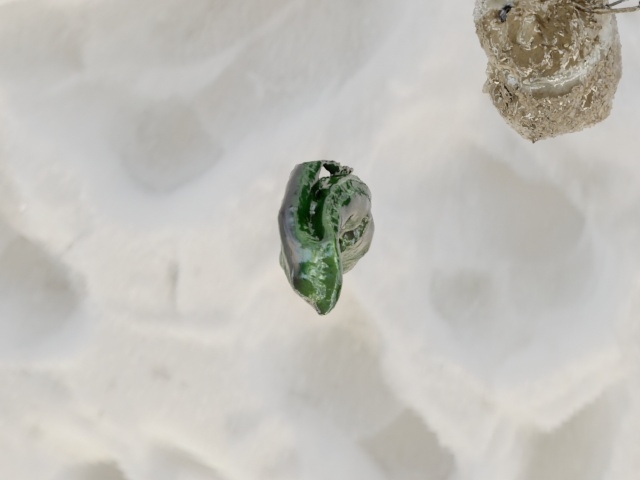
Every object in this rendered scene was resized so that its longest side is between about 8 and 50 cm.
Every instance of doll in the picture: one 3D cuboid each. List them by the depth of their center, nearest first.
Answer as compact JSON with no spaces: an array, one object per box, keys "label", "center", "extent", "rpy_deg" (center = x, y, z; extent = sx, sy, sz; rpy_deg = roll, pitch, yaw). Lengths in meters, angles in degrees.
[{"label":"doll","center":[0.169,-0.133,1.490],"extent":[0.115,0.105,0.221],"rpy_deg":[24,156,13]}]

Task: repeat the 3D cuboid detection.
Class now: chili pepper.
[{"label":"chili pepper","center":[0.002,-0.006,1.059],"extent":[0.050,0.182,0.073],"rpy_deg":[21,93,3]}]
